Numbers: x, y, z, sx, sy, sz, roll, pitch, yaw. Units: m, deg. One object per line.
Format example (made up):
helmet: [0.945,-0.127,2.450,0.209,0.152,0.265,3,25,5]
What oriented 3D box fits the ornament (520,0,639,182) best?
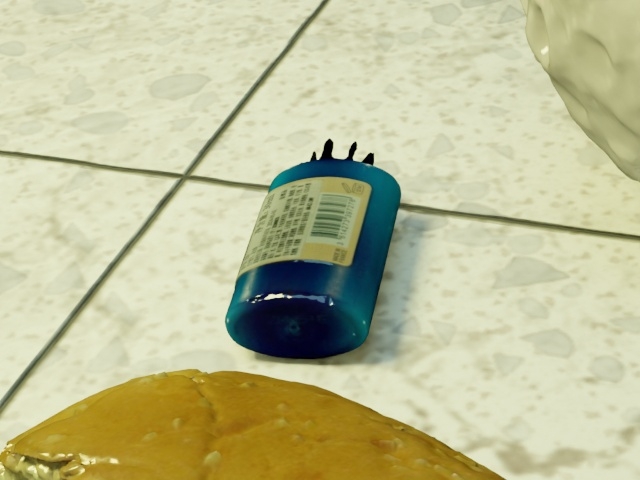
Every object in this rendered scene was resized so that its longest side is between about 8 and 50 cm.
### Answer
ornament: [0.275,-0.168,1.013,0.337,0.337,0.337,-5,34,3]

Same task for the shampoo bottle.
shampoo bottle: [0.000,0.000,1.049,0.087,0.050,0.183,-1,35,13]

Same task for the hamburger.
hamburger: [-0.008,0.154,0.747,0.282,0.155,0.245,-5,27,-6]
